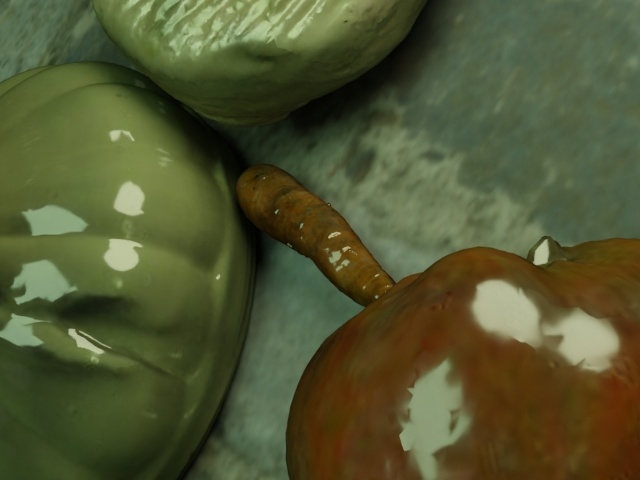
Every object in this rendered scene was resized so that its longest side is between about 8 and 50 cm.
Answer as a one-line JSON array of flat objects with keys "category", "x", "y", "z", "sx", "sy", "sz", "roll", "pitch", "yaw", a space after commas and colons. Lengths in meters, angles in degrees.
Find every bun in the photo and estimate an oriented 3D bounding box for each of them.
[{"category": "bun", "x": -0.026, "y": -0.169, "z": 1.038, "sx": 0.237, "sy": 0.116, "sz": 0.210, "roll": 37, "pitch": 100, "yaw": 38}]

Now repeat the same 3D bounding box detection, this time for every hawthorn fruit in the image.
[{"category": "hawthorn fruit", "x": 0.093, "y": 0.124, "z": 0.695, "sx": 0.199, "sy": 0.199, "sz": 0.251, "roll": -20, "pitch": 74, "yaw": 46}]

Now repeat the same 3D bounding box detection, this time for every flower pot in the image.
[{"category": "flower pot", "x": -0.214, "y": 0.021, "z": 1.077, "sx": 0.307, "sy": 0.244, "sz": 0.307, "roll": -29, "pitch": 50, "yaw": 41}]

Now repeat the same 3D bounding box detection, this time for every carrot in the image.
[{"category": "carrot", "x": 0.000, "y": -0.002, "z": 0.990, "sx": 0.165, "sy": 0.035, "sz": 0.036, "roll": 38, "pitch": 103, "yaw": 50}]
